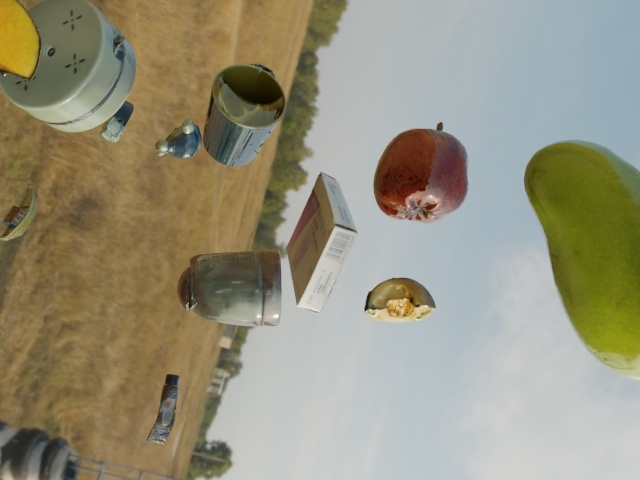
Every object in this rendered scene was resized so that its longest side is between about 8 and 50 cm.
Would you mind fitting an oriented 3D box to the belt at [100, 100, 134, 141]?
[{"bbox_3d":[-0.609,-0.361,1.882,0.105,0.058,0.140,0,-116,58],"label":"belt"}]

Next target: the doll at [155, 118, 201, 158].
[{"bbox_3d":[-0.215,-0.151,0.963,0.076,0.051,0.083,-33,-163,4],"label":"doll"}]

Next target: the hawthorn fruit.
[{"bbox_3d":[0.290,-0.193,1.763,0.275,0.275,0.300,-172,-79,-84],"label":"hawthorn fruit"}]

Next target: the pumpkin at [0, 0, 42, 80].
[{"bbox_3d":[-0.632,-0.408,1.095,0.148,0.311,0.169,-108,-147,-63],"label":"pumpkin"}]

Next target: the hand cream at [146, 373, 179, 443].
[{"bbox_3d":[-0.374,0.407,1.513,0.062,0.038,0.163,36,58,-54],"label":"hand cream"}]

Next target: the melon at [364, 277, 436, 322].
[{"bbox_3d":[0.180,0.142,1.450,0.128,0.160,0.079,80,6,-60],"label":"melon"}]

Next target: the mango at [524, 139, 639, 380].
[{"bbox_3d":[0.330,0.018,0.699,0.293,0.142,0.175,63,-19,3],"label":"mango"}]

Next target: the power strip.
[{"bbox_3d":[-0.672,-0.475,1.689,0.161,0.357,0.358,41,63,-69],"label":"power strip"}]

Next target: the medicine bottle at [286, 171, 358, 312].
[{"bbox_3d":[0.000,0.000,1.081,0.201,0.052,0.171,-104,-145,-59],"label":"medicine bottle"}]

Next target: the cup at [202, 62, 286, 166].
[{"bbox_3d":[-0.139,-0.234,1.140,0.155,0.131,0.177,-49,-165,57],"label":"cup"}]

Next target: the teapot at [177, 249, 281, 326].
[{"bbox_3d":[-0.282,0.124,1.945,0.315,0.311,0.234,-103,-163,-61],"label":"teapot"}]

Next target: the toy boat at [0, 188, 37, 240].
[{"bbox_3d":[-0.888,-0.074,1.845,0.066,0.065,0.172,47,54,-45],"label":"toy boat"}]
